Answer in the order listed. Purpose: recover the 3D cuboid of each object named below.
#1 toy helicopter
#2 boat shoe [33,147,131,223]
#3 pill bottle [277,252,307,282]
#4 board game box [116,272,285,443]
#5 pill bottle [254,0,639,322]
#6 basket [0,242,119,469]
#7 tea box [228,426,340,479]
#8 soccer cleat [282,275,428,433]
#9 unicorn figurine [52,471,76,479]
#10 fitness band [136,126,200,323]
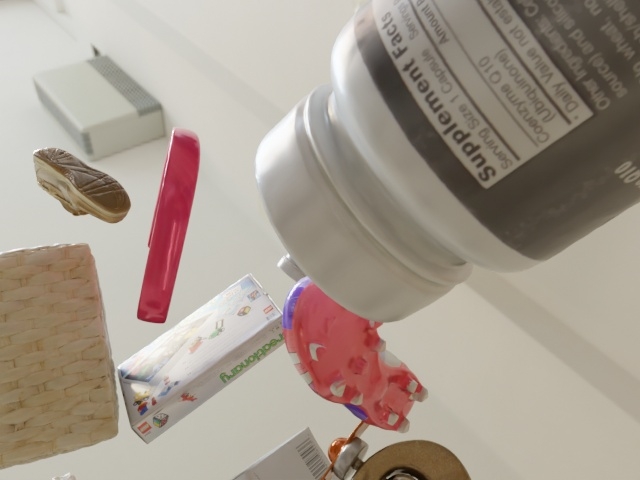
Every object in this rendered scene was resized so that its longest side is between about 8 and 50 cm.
[{"bbox_3d":[0.034,0.365,0.849,0.354,0.140,0.235,-18,-125,-16],"label":"toy helicopter"},{"bbox_3d":[-0.314,-0.063,0.851,0.170,0.059,0.063,34,-147,25],"label":"boat shoe"},{"bbox_3d":[0.000,0.000,1.500,0.121,0.121,0.216,38,-89,32],"label":"pill bottle"},{"bbox_3d":[-0.208,0.196,1.142,0.305,0.053,0.193,-35,-150,-8],"label":"board game box"},{"bbox_3d":[0.138,-0.108,0.396,0.204,0.361,0.204,34,-145,-28],"label":"pill bottle"},{"bbox_3d":[-0.495,0.185,1.022,0.331,0.266,0.329,-8,-94,-23],"label":"basket"},{"bbox_3d":[-0.085,0.554,1.069,0.329,0.323,0.220,55,-157,12],"label":"tea box"},{"bbox_3d":[0.017,0.100,0.562,0.095,0.248,0.083,21,-108,37],"label":"soccer cleat"},{"bbox_3d":[-0.532,0.532,1.353,0.060,0.162,0.111,-11,-120,-22],"label":"unicorn figurine"},{"bbox_3d":[-0.219,-0.019,0.944,0.054,0.291,0.209,10,-160,-15],"label":"fitness band"}]
